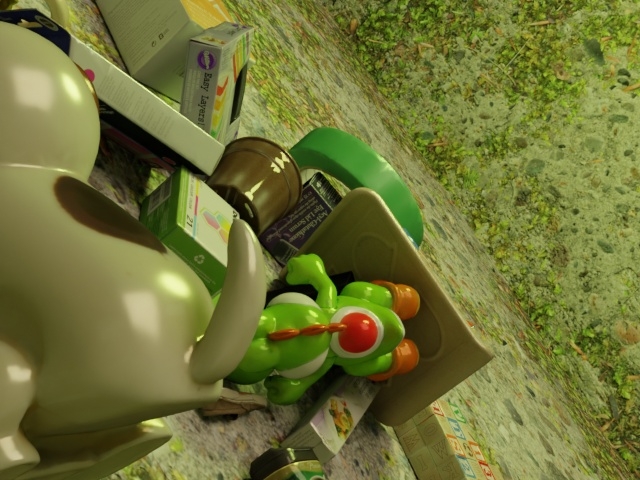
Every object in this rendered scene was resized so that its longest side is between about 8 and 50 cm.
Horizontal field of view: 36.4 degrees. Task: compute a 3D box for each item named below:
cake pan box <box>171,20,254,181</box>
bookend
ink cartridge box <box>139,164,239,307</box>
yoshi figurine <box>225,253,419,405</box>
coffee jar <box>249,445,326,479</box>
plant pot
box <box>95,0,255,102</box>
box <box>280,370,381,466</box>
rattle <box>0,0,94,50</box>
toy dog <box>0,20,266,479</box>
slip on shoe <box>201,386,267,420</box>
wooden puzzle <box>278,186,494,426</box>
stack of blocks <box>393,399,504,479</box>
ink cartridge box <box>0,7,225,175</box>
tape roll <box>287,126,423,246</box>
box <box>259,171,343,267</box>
[{"bbox_3d":[-0.192,-0.258,1.764,0.070,0.246,0.267,14,20,3],"label":"cake pan box"},{"bbox_3d":[-0.003,0.149,1.614,0.072,0.157,0.156,-58,133,-71],"label":"bookend"},{"bbox_3d":[-0.158,0.032,1.505,0.255,0.097,0.189,42,20,-26],"label":"ink cartridge box"},{"bbox_3d":[-0.023,0.138,1.432,0.362,0.203,0.203,2,40,-48],"label":"yoshi figurine"},{"bbox_3d":[-0.018,0.353,1.251,0.096,0.079,0.184,16,40,-56],"label":"coffee jar"},{"bbox_3d":[-0.134,-0.070,1.660,0.167,0.167,0.165,48,32,-10],"label":"plant pot"},{"bbox_3d":[-0.312,-0.462,1.963,0.215,0.168,0.345,22,33,-56],"label":"box"},{"bbox_3d":[0.024,0.271,1.530,0.063,0.067,0.324,53,17,2],"label":"box"},{"bbox_3d":[-0.450,-0.316,1.522,0.143,0.130,0.200,-90,166,-47],"label":"rattle"},{"bbox_3d":[-0.273,-0.002,0.857,0.284,0.395,0.408,0,62,-56],"label":"toy dog"},{"bbox_3d":[-0.118,0.224,1.326,0.135,0.051,0.041,33,65,-63],"label":"slip on shoe"},{"bbox_3d":[0.110,0.115,1.652,0.080,0.322,0.348,-29,77,-40],"label":"wooden puzzle"},{"bbox_3d":[0.256,0.433,1.739,0.171,0.087,0.297,28,29,-50],"label":"stack of blocks"},{"bbox_3d":[-0.330,-0.218,1.474,0.175,0.069,0.371,12,-20,48],"label":"ink cartridge box"},{"bbox_3d":[0.059,-0.075,1.951,0.321,0.077,0.321,36,-26,21],"label":"tape roll"},{"bbox_3d":[0.000,0.000,1.850,0.207,0.153,0.108,49,19,-6],"label":"box"}]
